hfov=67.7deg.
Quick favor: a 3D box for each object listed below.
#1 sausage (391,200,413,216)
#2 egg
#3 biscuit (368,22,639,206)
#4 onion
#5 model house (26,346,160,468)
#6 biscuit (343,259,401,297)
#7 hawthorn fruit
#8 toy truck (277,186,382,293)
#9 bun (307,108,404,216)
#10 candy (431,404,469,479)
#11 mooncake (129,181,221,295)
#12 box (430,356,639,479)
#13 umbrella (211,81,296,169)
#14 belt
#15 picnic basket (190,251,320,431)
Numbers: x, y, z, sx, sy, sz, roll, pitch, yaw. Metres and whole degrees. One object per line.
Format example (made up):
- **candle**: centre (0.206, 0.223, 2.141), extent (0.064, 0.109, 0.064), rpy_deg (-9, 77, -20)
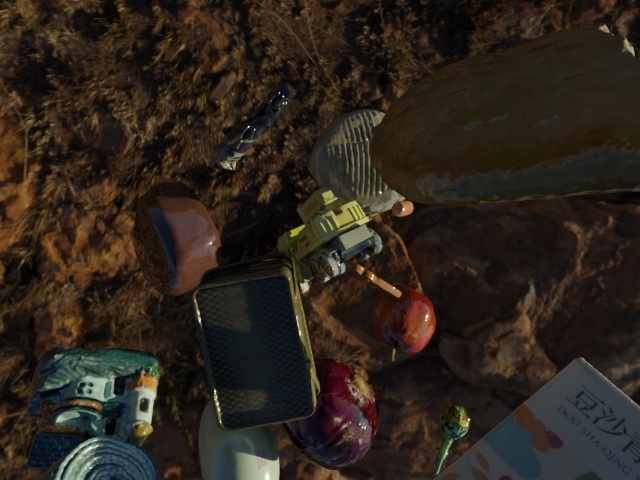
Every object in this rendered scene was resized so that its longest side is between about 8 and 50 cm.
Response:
- **sausage**: centre (0.180, -0.070, 1.048), extent (0.034, 0.083, 0.034), rpy_deg (3, 97, 26)
- **egg**: centre (-0.254, 0.638, 1.454), extent (0.230, 0.371, 0.230), rpy_deg (-19, 150, -12)
- **biscuit**: centre (0.291, -0.208, 0.748), extent (0.446, 0.429, 0.104), rpy_deg (-4, 133, 28)
- **onion**: centre (0.003, 0.496, 1.437), extent (0.282, 0.336, 0.260), rpy_deg (-40, 113, 22)
- **model house**: centre (-0.469, 0.386, 0.976), extent (0.253, 0.291, 0.184), rpy_deg (15, 128, -28)
- **biscuit**: centre (0.108, 0.092, 1.372), extent (0.280, 0.183, 0.043), rpy_deg (34, 87, -5)
- **hawthorn fruit**: centre (0.347, 0.367, 2.044), extent (0.287, 0.330, 0.287), rpy_deg (17, 147, 11)
- **toy truck**: centre (0.000, 0.000, 0.947), extent (0.124, 0.272, 0.157), rpy_deg (-25, 84, -24)
- **bun**: centre (0.096, -0.191, 1.257), extent (0.282, 0.205, 0.281), rpy_deg (1, 81, -8)
- **candy**: centre (0.371, 0.644, 1.443), extent (0.083, 0.091, 0.305), rpy_deg (19, 96, 15)
- **mooncake**: centre (-0.431, 0.000, 1.374), extent (0.174, 0.326, 0.333), rpy_deg (-28, 114, -35)
- **box**: centre (0.297, 0.390, 0.548), extent (0.385, 0.344, 0.122), rpy_deg (-33, 142, -14)
- **umbrella**: centre (-0.227, -0.386, 1.576), extent (0.358, 0.113, 0.106), rpy_deg (-42, 136, 17)
- **belt**: centre (-0.248, 0.312, 0.529), extent (0.148, 0.163, 0.082), rpy_deg (30, 124, -30)
- **picnic basket**: centre (-0.102, 0.162, 0.797), extent (0.165, 0.139, 0.266), rpy_deg (-10, 96, 2)
